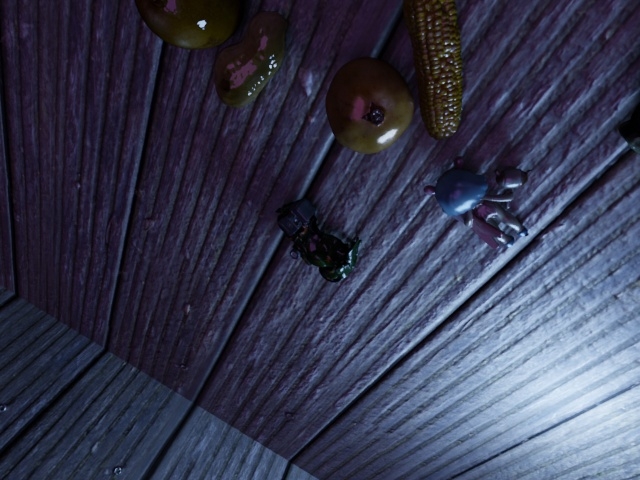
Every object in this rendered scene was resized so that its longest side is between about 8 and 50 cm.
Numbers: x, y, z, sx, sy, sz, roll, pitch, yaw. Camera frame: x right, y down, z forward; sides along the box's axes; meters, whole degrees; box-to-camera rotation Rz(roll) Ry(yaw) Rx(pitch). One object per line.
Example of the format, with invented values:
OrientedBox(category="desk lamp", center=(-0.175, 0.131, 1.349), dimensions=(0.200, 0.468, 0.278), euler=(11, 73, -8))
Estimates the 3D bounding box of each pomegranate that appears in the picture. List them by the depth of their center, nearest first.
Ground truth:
OrientedBox(category="pomegranate", center=(0.096, -0.275, 0.832), dimensions=(0.191, 0.191, 0.192), euler=(10, 125, 15))

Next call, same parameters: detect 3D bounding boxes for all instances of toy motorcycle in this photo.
OrientedBox(category="toy motorcycle", center=(0.000, 0.000, 1.092), dimensions=(0.275, 0.125, 0.187), euler=(48, 135, -13))

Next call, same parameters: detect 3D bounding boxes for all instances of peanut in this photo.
OrientedBox(category="peanut", center=(-0.157, -0.399, 0.897), dimensions=(0.120, 0.110, 0.236), euler=(46, 125, -1))

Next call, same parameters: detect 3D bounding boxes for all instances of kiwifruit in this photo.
OrientedBox(category="kiwifruit", center=(-0.260, -0.483, 0.804), dimensions=(0.195, 0.234, 0.196), euler=(8, 125, 11))

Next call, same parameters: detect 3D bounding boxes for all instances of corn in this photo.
OrientedBox(category="corn", center=(0.225, -0.341, 0.790), dimensions=(0.101, 0.101, 0.292), euler=(-3, 119, 23))

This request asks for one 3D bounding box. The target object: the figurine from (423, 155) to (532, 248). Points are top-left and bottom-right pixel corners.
OrientedBox(category="figurine", center=(0.375, -0.082, 0.900), dimensions=(0.260, 0.103, 0.205), euler=(36, 130, -16))

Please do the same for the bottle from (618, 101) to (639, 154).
OrientedBox(category="bottle", center=(0.619, -0.279, 0.639), dimensions=(0.168, 0.169, 0.347), euler=(12, 129, 14))
